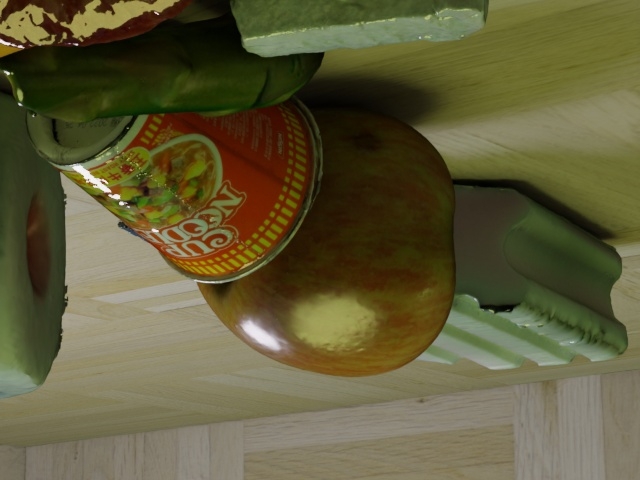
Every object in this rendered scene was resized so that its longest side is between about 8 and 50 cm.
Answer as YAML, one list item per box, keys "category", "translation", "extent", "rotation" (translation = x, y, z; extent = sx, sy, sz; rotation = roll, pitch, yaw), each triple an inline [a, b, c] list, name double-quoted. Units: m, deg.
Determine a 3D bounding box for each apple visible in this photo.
- category: "apple"
  translation: [0.000, 0.000, 1.690]
  extent: [0.264, 0.264, 0.264]
  rotation: [-1, 167, 0]

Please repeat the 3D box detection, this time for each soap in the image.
- category: "soap"
  translation: [0.168, 0.046, 2.113]
  extent: [0.261, 0.156, 0.446]
  rotation: [-6, 166, 28]

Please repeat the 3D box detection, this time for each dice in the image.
- category: "dice"
  translation: [-0.387, 0.008, 1.674]
  extent: [0.262, 0.265, 0.268]
  rotation: [-2, 168, 3]

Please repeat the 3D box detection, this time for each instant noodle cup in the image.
- category: "instant noodle cup"
  translation: [-0.131, -0.087, 1.525]
  extent: [0.193, 0.193, 0.212]
  rotation: [-9, 155, 31]

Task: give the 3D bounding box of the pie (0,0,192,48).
- category: "pie"
  translation: [-0.155, -0.205, 1.067]
  extent: [0.218, 0.054, 0.204]
  rotation: [-11, 128, 7]

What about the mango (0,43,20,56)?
- category: "mango"
  translation: [-0.236, -0.172, 1.193]
  extent: [0.219, 0.145, 0.112]
  rotation: [-1, 131, 0]

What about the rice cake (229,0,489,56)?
- category: "rice cake"
  translation: [0.029, -0.179, 1.345]
  extent: [0.206, 0.069, 0.063]
  rotation: [-7, 166, 17]

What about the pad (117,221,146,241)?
- category: "pad"
  translation: [-0.083, 0.055, 2.074]
  extent: [0.269, 0.012, 0.269]
  rotation: [31, 174, -30]

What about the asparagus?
- category: "asparagus"
  translation: [-0.128, -0.128, 1.352]
  extent: [0.085, 0.082, 0.343]
  rotation: [-13, 180, 41]
